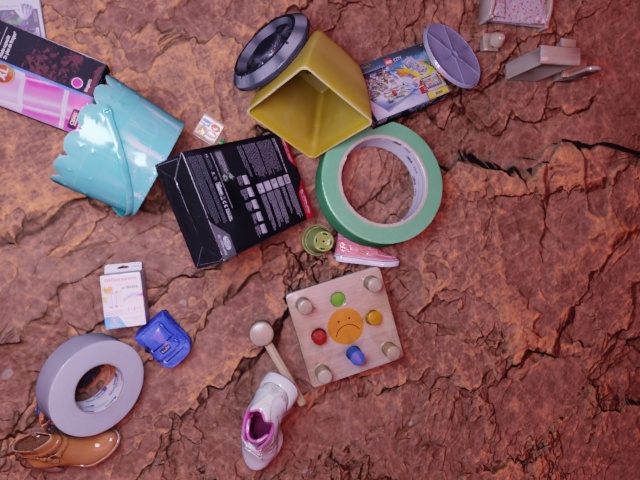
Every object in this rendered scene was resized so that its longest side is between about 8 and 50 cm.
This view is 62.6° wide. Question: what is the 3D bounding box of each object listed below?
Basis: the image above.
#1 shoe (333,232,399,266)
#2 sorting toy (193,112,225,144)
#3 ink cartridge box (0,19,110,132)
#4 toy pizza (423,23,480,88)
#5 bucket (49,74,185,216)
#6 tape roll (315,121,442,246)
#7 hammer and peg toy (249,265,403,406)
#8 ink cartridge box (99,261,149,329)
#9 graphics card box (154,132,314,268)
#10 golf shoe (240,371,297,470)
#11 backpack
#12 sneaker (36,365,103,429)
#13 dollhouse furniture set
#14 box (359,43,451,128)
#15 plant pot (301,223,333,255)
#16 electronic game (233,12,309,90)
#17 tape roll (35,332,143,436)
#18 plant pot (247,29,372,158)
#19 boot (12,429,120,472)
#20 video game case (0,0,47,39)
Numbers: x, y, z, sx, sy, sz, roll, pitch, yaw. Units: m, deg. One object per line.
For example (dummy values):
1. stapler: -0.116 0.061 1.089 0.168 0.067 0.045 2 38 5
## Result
1. shoe: 0.125 0.021 1.383 0.178 0.063 0.081 6 95 -8
2. sorting toy: -0.265 -0.269 1.306 0.083 0.012 0.062 31 86 -12
3. ink cartridge box: -0.681 -0.379 1.161 0.371 0.069 0.176 20 88 -11
4. toy pizza: 0.342 -0.483 1.390 0.201 0.032 0.201 16 60 -28
5. bucket: -0.433 -0.197 1.147 0.183 0.281 0.281 29 86 -18
6. tape roll: 0.149 -0.144 1.346 0.321 0.077 0.321 2 82 -14
7. hammer and peg toy: 0.013 0.240 1.339 0.361 0.127 0.266 -18 97 -8
8. ink cartridge box: -0.462 0.126 1.242 0.092 0.090 0.143 -6 95 -12
9. graphics card box: -0.171 -0.105 1.182 0.094 0.371 0.233 -15 99 32
10. golf shoe: -0.150 0.458 1.262 0.115 0.140 0.306 23 119 14
11. backpack: -0.374 0.247 1.265 0.098 0.101 0.120 -40 104 -1
12. sneaker: -0.591 0.321 1.227 0.221 0.087 0.083 -60 139 -20
13. dollhouse furniture set: 0.605 -0.625 1.406 0.303 0.174 0.355 0 93 -13
14. box: 0.197 -0.398 1.349 0.233 0.044 0.159 -25 77 -18
15. plant pot: 0.000 0.000 1.347 0.083 0.079 0.083 0 92 -13
16. electronic game: -0.118 -0.441 1.230 0.048 0.229 0.229 41 83 -38
17. tape roll: -0.517 0.323 1.190 0.219 0.072 0.219 -17 113 -48
18. plant pot: -0.013 -0.357 1.240 0.212 0.212 0.187 31 54 -32
19. boot: -0.576 0.468 1.201 0.197 0.073 0.152 -21 141 -9
20. video game case: -0.713 -0.448 1.191 0.173 0.022 0.190 -8 95 -12
